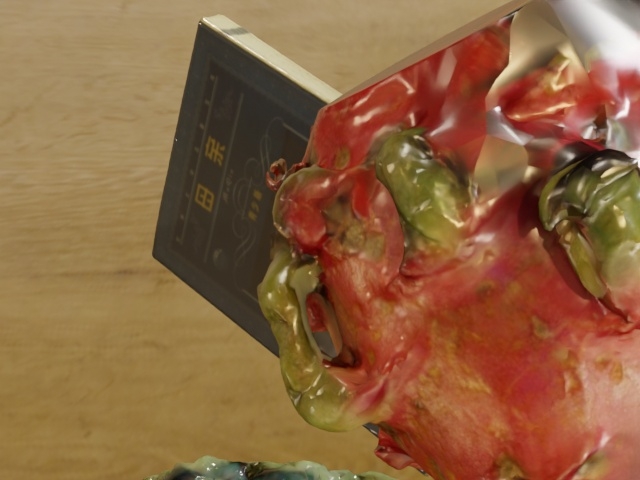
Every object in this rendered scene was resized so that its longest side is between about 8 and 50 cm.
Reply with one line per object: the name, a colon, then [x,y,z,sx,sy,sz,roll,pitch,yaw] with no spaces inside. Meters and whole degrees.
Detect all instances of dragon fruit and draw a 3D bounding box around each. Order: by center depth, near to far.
dragon fruit: [0.069,0.021,0.430,0.160,0.166,0.172,-29,96,1]

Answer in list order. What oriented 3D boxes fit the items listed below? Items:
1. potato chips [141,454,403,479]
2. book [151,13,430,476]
potato chips: [-0.063,0.301,0.758,0.358,0.070,0.429,8,108,7]
book: [0.000,0.000,0.917,0.269,0.025,0.191,36,126,29]
